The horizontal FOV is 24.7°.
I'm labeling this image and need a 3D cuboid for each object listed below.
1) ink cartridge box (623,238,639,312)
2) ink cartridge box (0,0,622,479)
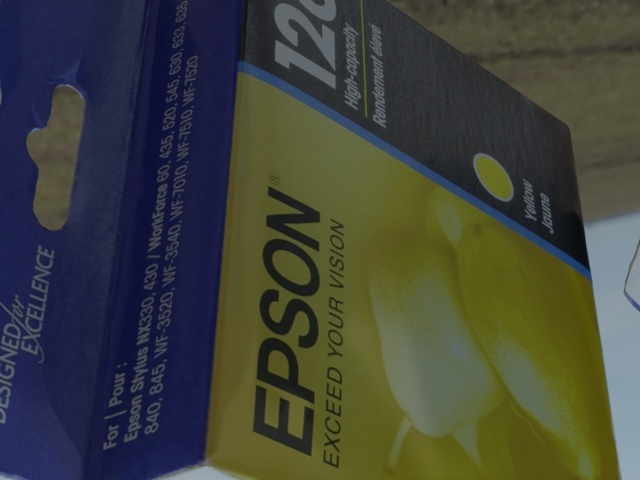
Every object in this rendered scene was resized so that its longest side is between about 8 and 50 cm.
[{"bbox_3d":[0.258,0.017,0.712,0.045,0.223,0.224,-27,147,-25],"label":"ink cartridge box"},{"bbox_3d":[0.000,0.000,0.625,0.307,0.303,0.072,30,133,-31],"label":"ink cartridge box"}]
